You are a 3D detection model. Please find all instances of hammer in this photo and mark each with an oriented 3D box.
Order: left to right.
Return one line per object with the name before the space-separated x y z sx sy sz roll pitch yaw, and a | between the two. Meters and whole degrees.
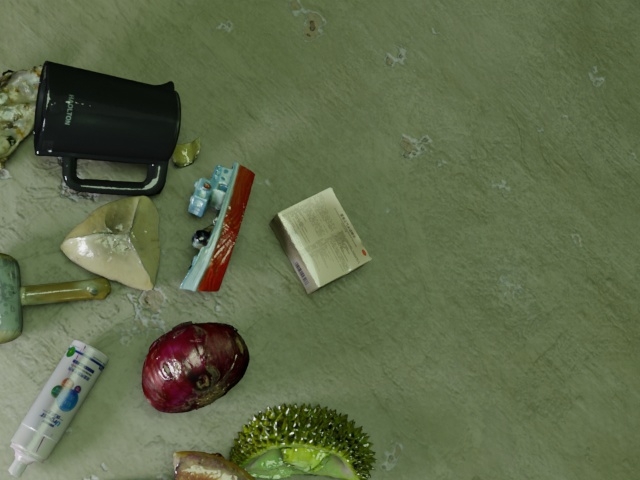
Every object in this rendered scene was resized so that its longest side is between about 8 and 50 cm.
hammer | -0.620 0.122 1.808 0.305 0.113 0.202 -2 78 -25

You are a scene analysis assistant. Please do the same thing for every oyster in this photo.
oyster | -0.731 -0.289 1.901 0.166 0.094 0.294 50 57 -18

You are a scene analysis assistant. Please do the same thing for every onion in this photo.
onion | -0.277 0.271 1.786 0.246 0.246 0.190 -20 71 -20

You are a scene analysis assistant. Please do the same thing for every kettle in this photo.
kettle | -0.490 -0.258 1.869 0.308 0.203 0.262 6 65 -26

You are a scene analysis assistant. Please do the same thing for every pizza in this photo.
pizza | -0.213 0.570 1.791 0.305 0.085 0.161 43 91 -8

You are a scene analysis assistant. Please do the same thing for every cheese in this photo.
cheese | -0.328 -0.219 2.010 0.084 0.041 0.060 -20 73 -5

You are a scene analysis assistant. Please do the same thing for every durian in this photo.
durian | -0.031 0.478 1.883 0.355 0.157 0.169 11 108 -11

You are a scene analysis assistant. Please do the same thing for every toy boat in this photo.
toy boat | -0.262 -0.029 1.917 0.133 0.145 0.332 18 65 -10

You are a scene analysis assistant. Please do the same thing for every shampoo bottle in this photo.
shampoo bottle | -0.574 0.365 1.747 0.092 0.092 0.303 31 68 -6

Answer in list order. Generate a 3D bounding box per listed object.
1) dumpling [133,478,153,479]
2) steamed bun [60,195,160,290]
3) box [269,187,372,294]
dumpling | -0.444 0.625 1.651 0.320 0.212 0.270 -7 74 -29
steamed bun | -0.461 -0.017 1.879 0.231 0.110 0.212 22 68 -11
box | 0.000 0.000 2.013 0.168 0.095 0.212 -27 84 -19
